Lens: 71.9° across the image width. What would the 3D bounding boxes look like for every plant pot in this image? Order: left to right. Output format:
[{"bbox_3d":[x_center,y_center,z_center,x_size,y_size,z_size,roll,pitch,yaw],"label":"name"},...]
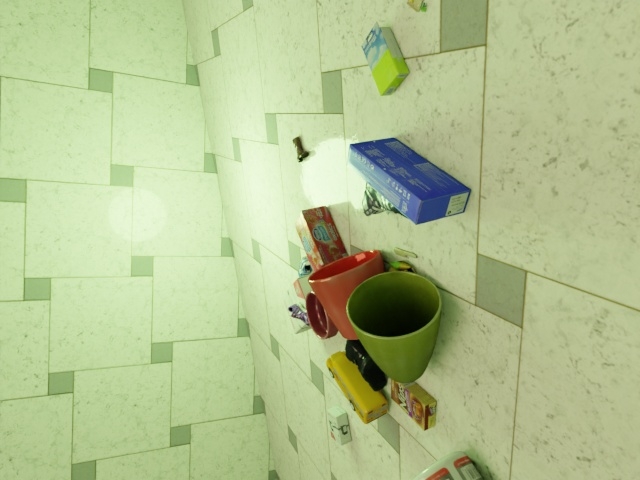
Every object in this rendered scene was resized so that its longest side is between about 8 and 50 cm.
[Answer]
[{"bbox_3d":[0.060,0.279,1.782,0.201,0.180,0.201,41,138,52],"label":"plant pot"},{"bbox_3d":[0.122,0.194,1.543,0.275,0.275,0.243,-6,107,65],"label":"plant pot"},{"bbox_3d":[0.244,0.295,1.359,0.275,0.275,0.293,41,153,52],"label":"plant pot"}]

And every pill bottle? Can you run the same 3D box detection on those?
[{"bbox_3d":[0.427,0.814,1.240,0.363,0.210,0.210,58,149,36],"label":"pill bottle"}]

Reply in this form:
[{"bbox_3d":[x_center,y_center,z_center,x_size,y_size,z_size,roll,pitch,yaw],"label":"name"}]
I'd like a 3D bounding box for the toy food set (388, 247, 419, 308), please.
[{"bbox_3d":[0.269,0.127,1.439,0.132,0.038,0.192,18,118,61],"label":"toy food set"}]

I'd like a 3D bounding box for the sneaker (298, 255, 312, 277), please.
[{"bbox_3d":[-0.073,0.147,2.150,0.059,0.053,0.144,48,144,43],"label":"sneaker"}]

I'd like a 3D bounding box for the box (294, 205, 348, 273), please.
[{"bbox_3d":[0.000,0.000,1.841,0.257,0.122,0.128,67,154,19],"label":"box"}]

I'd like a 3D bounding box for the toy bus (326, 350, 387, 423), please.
[{"bbox_3d":[0.141,0.587,1.823,0.333,0.108,0.130,49,154,45],"label":"toy bus"}]

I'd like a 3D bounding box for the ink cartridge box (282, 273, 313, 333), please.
[{"bbox_3d":[-0.073,0.312,2.150,0.207,0.117,0.283,68,153,18],"label":"ink cartridge box"}]

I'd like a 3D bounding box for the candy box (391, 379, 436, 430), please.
[{"bbox_3d":[0.318,0.551,1.529,0.186,0.053,0.109,33,132,58],"label":"candy box"}]

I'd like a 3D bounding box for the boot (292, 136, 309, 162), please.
[{"bbox_3d":[-0.090,-0.414,1.939,0.106,0.037,0.114,-27,73,62],"label":"boot"}]

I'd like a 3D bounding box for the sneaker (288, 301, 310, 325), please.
[{"bbox_3d":[-0.093,0.341,1.990,0.170,0.071,0.068,29,126,54],"label":"sneaker"}]

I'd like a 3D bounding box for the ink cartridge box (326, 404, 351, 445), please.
[{"bbox_3d":[0.090,0.902,2.161,0.109,0.063,0.150,1,103,64],"label":"ink cartridge box"}]

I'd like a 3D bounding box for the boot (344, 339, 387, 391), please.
[{"bbox_3d":[0.159,0.448,1.705,0.207,0.094,0.246,49,167,42],"label":"boot"}]

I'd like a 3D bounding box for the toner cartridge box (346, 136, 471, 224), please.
[{"bbox_3d":[0.231,-0.178,1.225,0.348,0.165,0.075,51,144,44],"label":"toner cartridge box"}]

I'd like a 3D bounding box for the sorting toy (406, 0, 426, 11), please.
[{"bbox_3d":[0.253,-0.626,1.139,0.083,0.012,0.062,60,150,33],"label":"sorting toy"}]

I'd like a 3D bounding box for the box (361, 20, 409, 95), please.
[{"bbox_3d":[0.186,-0.530,1.290,0.109,0.042,0.178,-42,64,61],"label":"box"}]

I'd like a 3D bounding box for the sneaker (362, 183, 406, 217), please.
[{"bbox_3d":[0.217,-0.110,1.360,0.282,0.099,0.153,-120,34,-47],"label":"sneaker"}]
